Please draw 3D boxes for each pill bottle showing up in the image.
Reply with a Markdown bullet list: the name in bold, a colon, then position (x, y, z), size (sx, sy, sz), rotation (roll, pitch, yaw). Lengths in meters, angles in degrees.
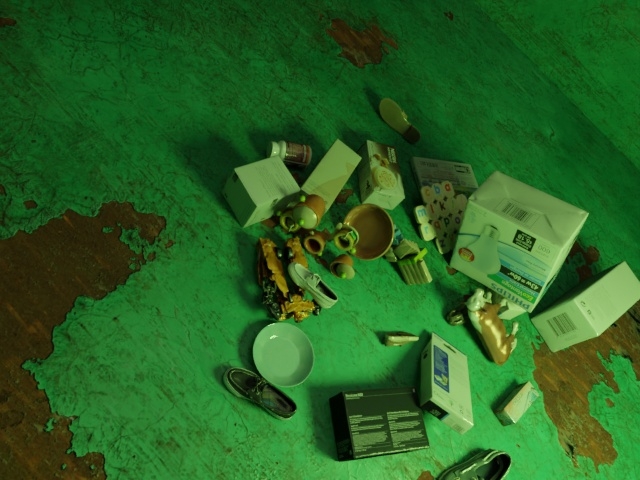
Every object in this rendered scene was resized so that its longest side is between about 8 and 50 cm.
- **pill bottle**: position (-0.115, -0.317, 1.910), size (0.152, 0.086, 0.086), rotation (7, 59, -25)

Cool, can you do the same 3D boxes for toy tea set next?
- **toy tea set**: position (0.000, 0.000, 1.717), size (0.336, 0.200, 0.124), rotation (42, 43, -7)

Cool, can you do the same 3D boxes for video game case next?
- **video game case**: position (0.556, -0.212, 2.244), size (0.329, 0.036, 0.300), rotation (3, 61, -28)

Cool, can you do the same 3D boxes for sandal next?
- **sandal**: position (0.347, -0.528, 2.308), size (0.240, 0.088, 0.079), rotation (44, 20, -7)

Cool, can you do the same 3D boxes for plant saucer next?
- **plant saucer**: position (-0.113, 0.341, 1.553), size (0.195, 0.037, 0.195), rotation (13, 56, -21)
- **plant saucer**: position (0.169, -0.030, 1.841), size (0.037, 0.200, 0.200), rotation (1, 58, -61)

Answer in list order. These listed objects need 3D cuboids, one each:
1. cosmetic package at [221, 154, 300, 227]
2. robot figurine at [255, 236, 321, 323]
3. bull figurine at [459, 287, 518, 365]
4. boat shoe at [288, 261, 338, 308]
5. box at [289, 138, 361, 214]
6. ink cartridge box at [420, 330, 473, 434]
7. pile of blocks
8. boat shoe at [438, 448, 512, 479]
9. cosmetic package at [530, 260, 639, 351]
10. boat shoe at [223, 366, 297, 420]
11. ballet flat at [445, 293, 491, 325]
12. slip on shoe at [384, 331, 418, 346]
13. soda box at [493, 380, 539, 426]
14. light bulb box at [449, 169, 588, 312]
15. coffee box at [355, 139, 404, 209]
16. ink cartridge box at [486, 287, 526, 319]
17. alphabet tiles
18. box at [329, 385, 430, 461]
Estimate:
- **cosmetic package**: position (-0.198, -0.163, 1.732), size (0.183, 0.151, 0.151), rotation (-25, 77, -36)
- **robot figurine**: position (-0.105, 0.128, 1.654), size (0.211, 0.085, 0.291), rotation (-2, 63, -29)
- **bull figurine**: position (0.617, 0.293, 1.899), size (0.188, 0.101, 0.310), rotation (-32, 105, -38)
- **boat shoe**: position (-0.021, 0.131, 1.604), size (0.184, 0.063, 0.066), rotation (50, 44, -1)
- **box**: position (0.013, -0.208, 1.879), size (0.121, 0.148, 0.311), rotation (37, 53, -6)
- **ink cartridge box**: position (0.407, 0.453, 1.706), size (0.165, 0.065, 0.333), rotation (35, 29, -6)
- **pile of blocks**: position (0.286, -0.002, 1.901), size (0.362, 0.149, 0.112), rotation (48, 51, 5)
- **boat shoe**: position (0.465, 0.732, 1.594), size (0.319, 0.099, 0.116), rotation (-19, 73, -35)
- **cosmetic package**: position (1.093, 0.264, 2.129), size (0.453, 0.230, 0.161), rotation (-22, 75, -35)
- **boat shoe**: position (-0.163, 0.421, 1.454), size (0.228, 0.076, 0.080), rotation (38, 51, -4)
- **ballet flat**: position (0.566, 0.254, 1.957), size (0.249, 0.058, 0.084), rotation (-15, 71, -34)
- **slip on shoe**: position (0.271, 0.336, 1.764), size (0.135, 0.051, 0.041), rotation (5, 100, -35)
- **soda box**: position (0.688, 0.571, 1.836), size (0.183, 0.058, 0.063), rotation (-28, 78, -36)
- **light bulb box**: position (0.701, 0.003, 1.903), size (0.358, 0.361, 0.225), rotation (32, 55, 27)
- **coffee box**: position (0.231, -0.257, 2.052), size (0.141, 0.098, 0.247), rotation (10, 58, -23)
- **ink cartridge box**: position (0.718, 0.222, 2.037), size (0.089, 0.092, 0.143), rotation (7, 58, -24)
- **alphabet tiles**: position (0.498, -0.094, 2.107), size (0.284, 0.021, 0.278), rotation (-16, 88, -30)
- **box**: position (0.173, 0.538, 1.550), size (0.261, 0.103, 0.184), rotation (4, 63, -26)
